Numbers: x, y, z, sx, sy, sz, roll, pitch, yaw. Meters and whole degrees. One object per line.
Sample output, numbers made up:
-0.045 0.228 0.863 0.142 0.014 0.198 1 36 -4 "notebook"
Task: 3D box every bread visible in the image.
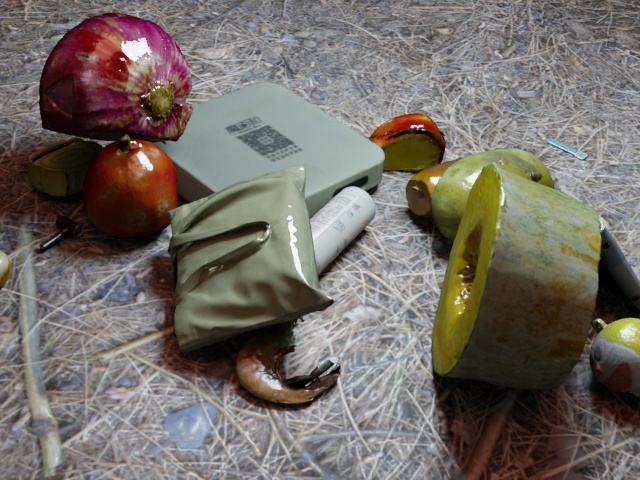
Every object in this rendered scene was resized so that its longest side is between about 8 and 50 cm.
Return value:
-0.463 -0.136 1.651 0.117 0.064 0.156 33 41 31 "bread"

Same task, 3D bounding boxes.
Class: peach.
0.168 -0.196 1.810 0.172 0.127 0.092 -15 45 13 "peach"

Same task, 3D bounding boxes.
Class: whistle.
0.490 0.207 1.349 0.123 0.123 0.223 -24 63 -33 "whistle"

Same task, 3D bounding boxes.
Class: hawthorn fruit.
-0.325 -0.096 1.524 0.169 0.188 0.169 2 51 -3 "hawthorn fruit"

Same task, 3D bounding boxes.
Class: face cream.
0.000 0.000 1.544 0.082 0.082 0.269 25 43 21 "face cream"

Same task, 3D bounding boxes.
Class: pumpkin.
0.302 0.060 1.335 0.199 0.332 0.332 11 38 -3 "pumpkin"

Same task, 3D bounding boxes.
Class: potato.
0.333 -0.081 1.611 0.272 0.160 0.111 -14 12 -29 "potato"

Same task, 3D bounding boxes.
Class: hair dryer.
-0.451 -0.007 1.529 0.047 0.026 0.083 24 48 23 "hair dryer"

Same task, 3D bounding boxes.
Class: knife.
0.535 -0.201 1.939 0.096 0.010 0.027 31 43 27 "knife"

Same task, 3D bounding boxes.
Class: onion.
-0.364 -0.288 1.581 0.273 0.230 0.256 12 4 11 "onion"

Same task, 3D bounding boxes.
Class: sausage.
0.312 -0.117 1.724 0.328 0.112 0.112 -15 43 -29 "sausage"

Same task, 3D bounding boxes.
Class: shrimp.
-0.035 0.161 1.360 0.152 0.046 0.219 16 43 12 "shrimp"

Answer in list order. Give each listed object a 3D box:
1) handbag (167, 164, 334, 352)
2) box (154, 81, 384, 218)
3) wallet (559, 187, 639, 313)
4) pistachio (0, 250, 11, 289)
-0.122 0.018 1.409 0.253 0.109 0.315 -19 48 8 "handbag"
-0.117 -0.163 1.725 0.367 0.090 0.373 -26 48 -36 "box"
0.472 0.017 1.519 0.069 0.231 0.170 -36 33 10 "wallet"
-0.581 0.051 1.348 0.215 0.144 0.144 -14 42 -10 "pistachio"
